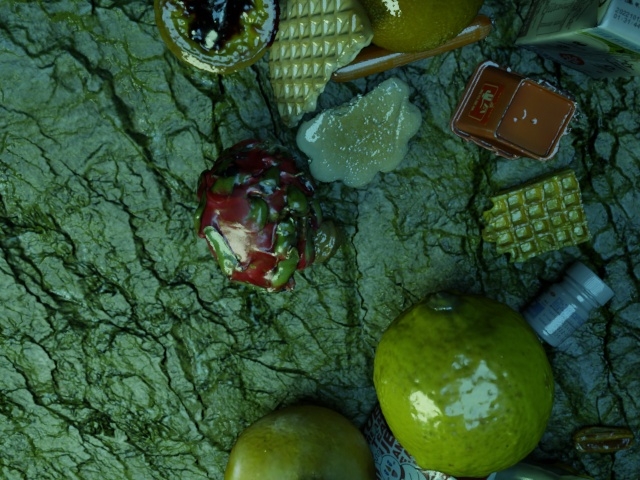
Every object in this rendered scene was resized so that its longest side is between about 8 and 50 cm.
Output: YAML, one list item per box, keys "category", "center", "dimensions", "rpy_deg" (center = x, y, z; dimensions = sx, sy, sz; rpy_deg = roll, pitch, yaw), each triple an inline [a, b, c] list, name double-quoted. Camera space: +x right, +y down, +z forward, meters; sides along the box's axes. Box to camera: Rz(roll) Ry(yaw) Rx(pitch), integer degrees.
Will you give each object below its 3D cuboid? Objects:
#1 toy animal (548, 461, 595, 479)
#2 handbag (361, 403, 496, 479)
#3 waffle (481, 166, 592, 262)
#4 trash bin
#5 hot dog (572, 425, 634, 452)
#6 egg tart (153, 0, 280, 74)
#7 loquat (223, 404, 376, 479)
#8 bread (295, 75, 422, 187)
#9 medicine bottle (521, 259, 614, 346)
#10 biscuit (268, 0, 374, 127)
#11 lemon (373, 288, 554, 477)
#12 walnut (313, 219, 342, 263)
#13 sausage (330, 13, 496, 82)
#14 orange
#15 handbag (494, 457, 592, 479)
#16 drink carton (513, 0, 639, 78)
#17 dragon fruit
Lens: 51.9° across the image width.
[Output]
- category: "toy animal"
  center: [0.554, 0.629, 1.500]
  dimensions: [0.156, 0.156, 0.229]
  rpy_deg: [-11, 98, 1]
- category: "handbag"
  center: [0.205, 0.499, 1.423]
  dimensions: [0.298, 0.151, 0.171]
  rpy_deg: [28, 110, 24]
- category: "waffle"
  center: [0.432, -0.040, 1.350]
  dimensions: [0.211, 0.055, 0.160]
  rpy_deg: [-21, 105, 3]
- category: "trash bin"
  center: [0.365, -0.224, 1.200]
  dimensions: [0.185, 0.238, 0.161]
  rpy_deg: [23, 104, -10]
- category: "hot dog"
  center: [0.651, 0.455, 1.513]
  dimensions: [0.144, 0.038, 0.062]
  rpy_deg: [-4, 104, -3]
- category: "egg tart"
  center: [-0.178, -0.404, 1.160]
  dimensions: [0.215, 0.171, 0.215]
  rpy_deg: [-1, 107, -3]
- category: "loquat"
  center: [-0.037, 0.505, 1.340]
  dimensions: [0.329, 0.359, 0.328]
  rpy_deg: [1, 82, -9]
- category: "bread"
  center: [0.086, -0.197, 1.276]
  dimensions: [0.251, 0.039, 0.181]
  rpy_deg: [-28, 115, -6]
- category: "medicine bottle"
  center: [0.516, 0.134, 1.380]
  dimensions: [0.105, 0.105, 0.168]
  rpy_deg: [42, 101, -13]
- category: "biscuit"
  center: [-0.027, -0.345, 1.151]
  dimensions: [0.040, 0.309, 0.204]
  rpy_deg: [-13, 77, -32]
- category: "lemon"
  center: [0.272, 0.266, 1.280]
  dimensions: [0.350, 0.349, 0.387]
  rpy_deg: [-10, 119, 1]
- category: "walnut"
  center: [0.000, 0.000, 1.334]
  dimensions: [0.079, 0.082, 0.096]
  rpy_deg: [13, 114, -39]
- category: "sausage"
  center: [0.165, -0.362, 1.247]
  dimensions: [0.348, 0.053, 0.053]
  rpy_deg: [-16, 106, 2]
- category: "orange"
  center: [0.150, -0.457, 1.111]
  dimensions: [0.274, 0.274, 0.274]
  rpy_deg: [-1, 106, -2]
- category: "handbag"
  center: [0.441, 0.578, 1.431]
  dimensions: [0.316, 0.109, 0.253]
  rpy_deg: [5, 106, 41]
- category: "drink carton"
  center: [0.495, -0.372, 1.121]
  dimensions: [0.194, 0.324, 0.132]
  rpy_deg: [18, 100, -10]
- category: "dragon fruit"
  center: [-0.111, -0.039, 1.235]
  dimensions: [0.237, 0.231, 0.302]
  rpy_deg: [-8, 100, 8]
